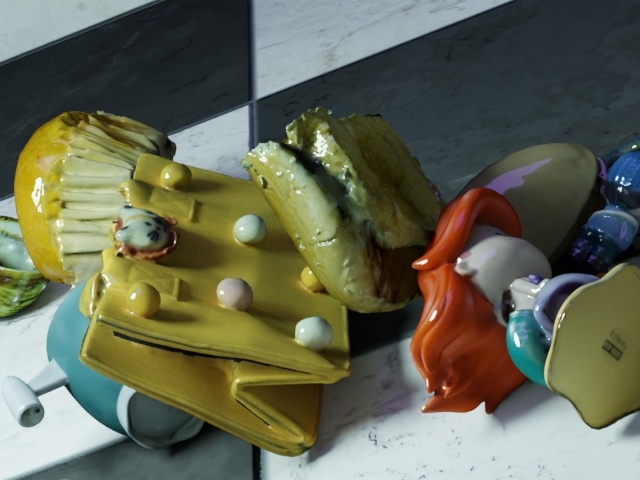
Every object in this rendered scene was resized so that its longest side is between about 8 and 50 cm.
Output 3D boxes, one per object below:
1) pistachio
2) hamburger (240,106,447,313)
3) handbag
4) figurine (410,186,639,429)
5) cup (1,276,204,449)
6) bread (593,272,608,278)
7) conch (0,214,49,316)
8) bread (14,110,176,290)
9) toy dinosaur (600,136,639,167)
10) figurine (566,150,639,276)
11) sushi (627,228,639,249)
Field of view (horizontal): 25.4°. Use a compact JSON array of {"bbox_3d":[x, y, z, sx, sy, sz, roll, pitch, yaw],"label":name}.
[{"bbox_3d":[0.221,-0.027,1.587,0.226,0.136,0.136,-38,22,9],"label":"pistachio"},{"bbox_3d":[0.043,-0.025,1.494,0.132,0.211,0.309,-33,-10,16],"label":"hamburger"},{"bbox_3d":[-0.109,0.046,1.562,0.283,0.133,0.401,17,27,-7],"label":"handbag"},{"bbox_3d":[0.182,0.072,1.357,0.181,0.208,0.257,-10,21,-32],"label":"figurine"},{"bbox_3d":[-0.203,0.143,1.593,0.300,0.167,0.173,-18,34,-25],"label":"cup"},{"bbox_3d":[0.312,0.072,1.380,0.053,0.074,0.132,-26,23,-34],"label":"bread"},{"bbox_3d":[-0.463,0.044,2.084,0.187,0.124,0.181,14,28,19],"label":"conch"},{"bbox_3d":[-0.300,-0.060,1.926,0.183,0.236,0.388,4,3,-2],"label":"bread"},{"bbox_3d":[0.274,-0.066,1.741,0.248,0.075,0.188,-16,15,28],"label":"toy dinosaur"},{"bbox_3d":[0.321,-0.029,1.528,0.149,0.087,0.086,-49,35,-13],"label":"figurine"},{"bbox_3d":[0.444,-0.053,1.529,0.219,0.047,0.231,-47,15,-22],"label":"sushi"}]
